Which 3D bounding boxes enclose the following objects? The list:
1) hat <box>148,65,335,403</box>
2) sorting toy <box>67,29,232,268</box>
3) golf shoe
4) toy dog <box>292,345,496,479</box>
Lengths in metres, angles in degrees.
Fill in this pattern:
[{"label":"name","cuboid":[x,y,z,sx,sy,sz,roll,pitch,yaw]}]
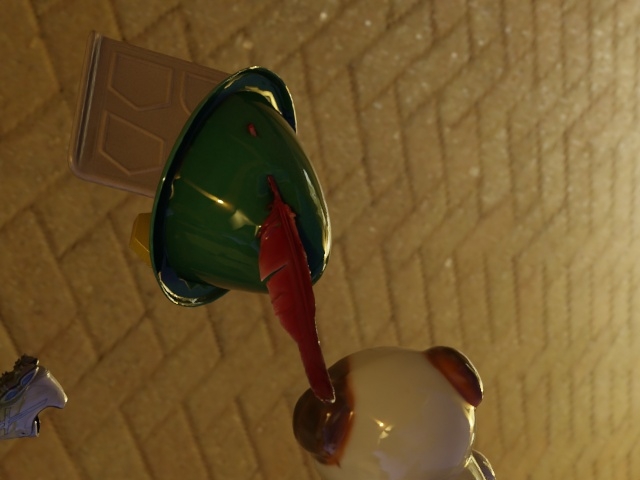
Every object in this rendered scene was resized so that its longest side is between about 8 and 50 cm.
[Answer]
[{"label":"hat","cuboid":[0.000,0.000,0.887,0.208,0.183,0.173,-66,154,-8]},{"label":"sorting toy","cuboid":[-0.176,-0.088,1.458,0.229,0.307,0.041,17,141,-21]},{"label":"golf shoe","cuboid":[-0.380,0.220,1.533,0.176,0.069,0.086,-40,110,12]},{"label":"toy dog","cuboid":[0.098,0.328,1.509,0.284,0.408,0.395,-16,177,-6]}]
